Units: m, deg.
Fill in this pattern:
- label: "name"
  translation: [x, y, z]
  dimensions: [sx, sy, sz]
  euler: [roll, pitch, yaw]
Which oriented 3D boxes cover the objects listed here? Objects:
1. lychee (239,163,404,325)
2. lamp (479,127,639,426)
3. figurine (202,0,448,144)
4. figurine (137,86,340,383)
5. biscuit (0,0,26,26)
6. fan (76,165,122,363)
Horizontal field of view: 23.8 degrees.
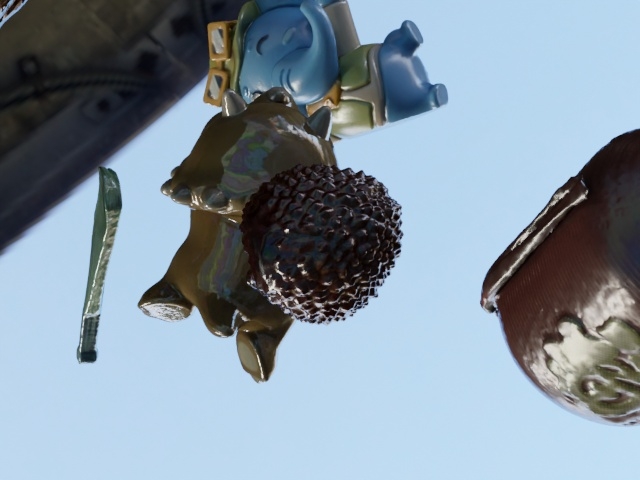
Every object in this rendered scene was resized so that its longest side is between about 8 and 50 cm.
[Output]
- label: "lychee"
  translation: [0.002, 0.003, 1.115]
  dimensions: [0.123, 0.129, 0.123]
  euler: [18, -111, -58]
- label: "lamp"
  translation: [0.218, 0.022, 1.037]
  dimensions: [0.180, 0.180, 0.258]
  euler: [-6, -30, -28]
- label: "figurine"
  translation: [0.001, -0.187, 1.591]
  dimensions: [0.180, 0.262, 0.154]
  euler: [65, -144, -30]
- label: "figurine"
  translation: [-0.064, -0.018, 1.392]
  dimensions: [0.177, 0.173, 0.247]
  euler: [30, -97, 1]
- label: "biscuit"
  translation: [-0.279, -0.309, 1.244]
  dimensions: [0.359, 0.046, 0.359]
  euler: [-54, -17, -24]
- label: "fan"
  translation: [-0.152, 0.023, 1.041]
  dimensions: [0.016, 0.038, 0.193]
  euler: [-3, -39, -18]
